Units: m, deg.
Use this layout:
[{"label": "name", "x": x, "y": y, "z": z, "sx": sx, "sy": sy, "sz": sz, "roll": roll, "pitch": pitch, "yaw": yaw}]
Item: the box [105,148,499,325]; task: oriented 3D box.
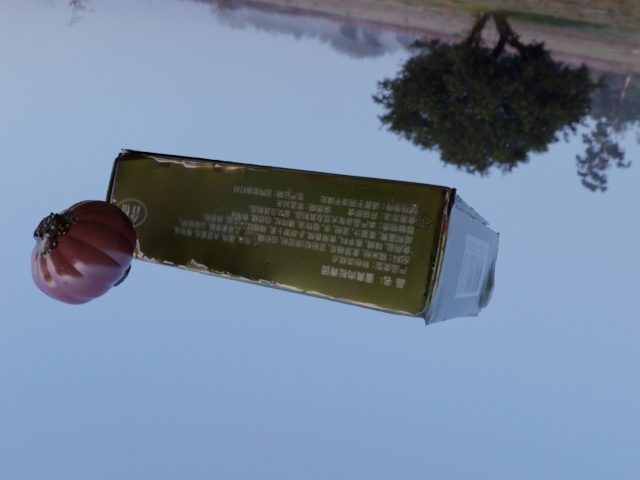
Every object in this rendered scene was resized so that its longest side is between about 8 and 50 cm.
[{"label": "box", "x": 0.000, "y": 0.000, "z": 0.770, "sx": 0.420, "sy": 0.138, "sz": 0.373, "roll": 9, "pitch": 178, "yaw": 23}]

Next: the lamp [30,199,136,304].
[{"label": "lamp", "x": -0.231, "y": 0.011, "z": 0.569, "sx": 0.092, "sy": 0.107, "sz": 0.107, "roll": 44, "pitch": 180, "yaw": -38}]
